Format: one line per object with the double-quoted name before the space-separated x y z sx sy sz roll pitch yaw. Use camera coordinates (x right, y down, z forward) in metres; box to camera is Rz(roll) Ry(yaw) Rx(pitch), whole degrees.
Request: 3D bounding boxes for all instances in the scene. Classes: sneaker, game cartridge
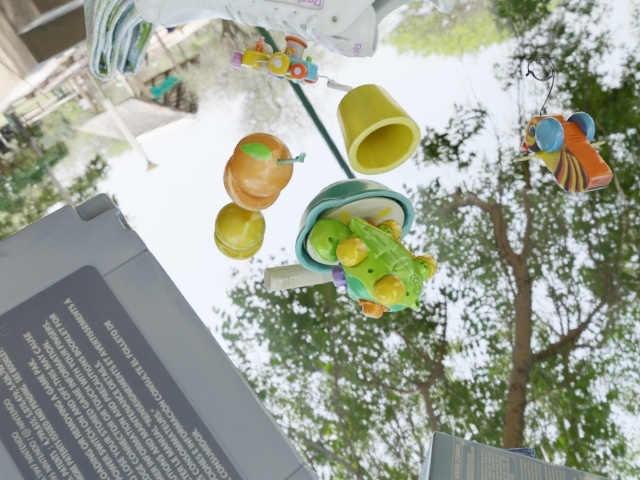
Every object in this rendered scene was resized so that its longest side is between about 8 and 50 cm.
"sneaker" -0.025 -0.229 0.530 0.305 0.152 0.114 -11 -175 13
"game cartridge" -0.140 0.130 0.368 0.198 0.297 0.062 -35 167 -17

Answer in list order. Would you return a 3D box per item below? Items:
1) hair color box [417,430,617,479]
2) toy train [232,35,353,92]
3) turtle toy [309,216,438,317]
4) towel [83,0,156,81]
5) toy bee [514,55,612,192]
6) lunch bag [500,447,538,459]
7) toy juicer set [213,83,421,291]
"hair color box" 0.308 0.399 0.771 0.375 0.185 0.113 14 -148 8
"toy train" -0.035 -0.221 0.727 0.125 0.046 0.166 4 -165 -36
"turtle toy" 0.044 0.022 0.563 0.095 0.130 0.066 -23 153 -51
"towel" -0.273 -0.438 0.787 0.090 0.374 0.320 -4 175 -28
"toy bee" 0.504 -0.213 1.254 0.195 0.162 0.298 8 -116 -4
"lunch bag" 0.330 0.395 0.991 0.099 0.067 0.065 1 -144 -13
"toy juicer set" 0.000 0.000 0.629 0.209 0.329 0.089 -19 -123 -5
